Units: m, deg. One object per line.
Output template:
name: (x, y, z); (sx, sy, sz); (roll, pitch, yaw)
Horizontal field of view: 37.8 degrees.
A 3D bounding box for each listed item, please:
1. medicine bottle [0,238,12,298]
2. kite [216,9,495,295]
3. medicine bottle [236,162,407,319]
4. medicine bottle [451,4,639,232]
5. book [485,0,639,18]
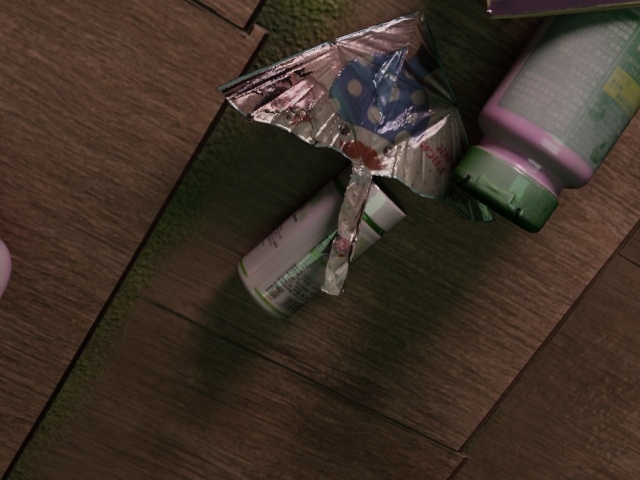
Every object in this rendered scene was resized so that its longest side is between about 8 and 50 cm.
medicine bottle: (-0.476, -0.008, 0.883); (0.241, 0.241, 0.302); (-34, 113, 8)
kite: (0.049, -0.097, 0.960); (0.335, 0.011, 0.315); (22, 82, -18)
medicine bottle: (0.000, 0.000, 1.028); (0.183, 0.086, 0.086); (-40, 112, 11)
medicine bottle: (0.249, -0.146, 0.939); (0.133, 0.133, 0.274); (34, 92, -19)
book: (0.228, -0.327, 0.878); (0.157, 0.026, 0.231); (-4, 86, 8)
